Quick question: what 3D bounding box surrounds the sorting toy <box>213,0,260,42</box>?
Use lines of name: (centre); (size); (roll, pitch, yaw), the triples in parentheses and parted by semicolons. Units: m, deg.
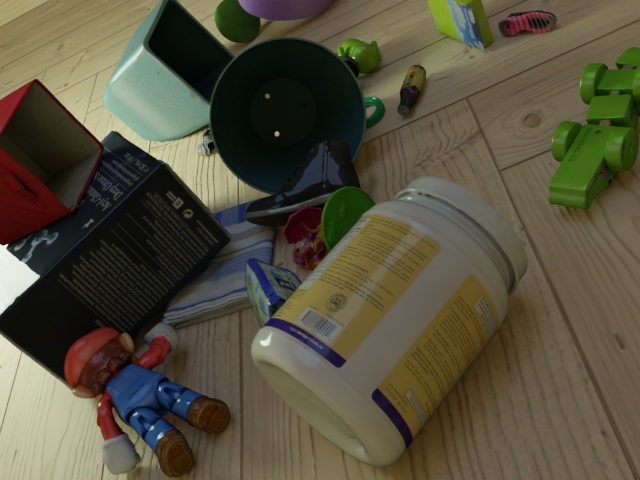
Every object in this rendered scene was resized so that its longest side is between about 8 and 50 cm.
sorting toy: (-0.258, -0.569, 2.217); (0.365, 0.127, 0.126); (-46, 9, -22)

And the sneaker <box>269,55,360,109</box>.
sneaker: (-0.018, -0.313, 1.744); (0.227, 0.087, 0.130); (-17, 41, 25)

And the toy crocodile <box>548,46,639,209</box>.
toy crocodile: (0.451, -0.180, 1.256); (0.115, 0.105, 0.341); (9, 58, 41)

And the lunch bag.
lunch bag: (-0.057, 0.107, 1.244); (0.096, 0.151, 0.129); (-35, 36, -3)

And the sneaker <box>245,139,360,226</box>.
sneaker: (-0.037, -0.102, 1.482); (0.221, 0.083, 0.118); (-14, 73, 13)

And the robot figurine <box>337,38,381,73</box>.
robot figurine: (0.084, -0.407, 1.787); (0.101, 0.067, 0.115); (-13, 29, -26)

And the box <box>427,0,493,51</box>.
box: (0.289, -0.463, 1.668); (0.042, 0.109, 0.178); (-35, 37, -7)

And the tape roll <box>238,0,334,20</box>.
tape roll: (-0.089, -0.695, 2.136); (0.274, 0.090, 0.275); (-2, 48, 2)

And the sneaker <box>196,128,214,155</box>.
sneaker: (-0.257, -0.225, 1.866); (0.036, 0.032, 0.083); (-2, 50, 15)

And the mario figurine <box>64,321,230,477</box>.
mario figurine: (-0.282, 0.251, 1.305); (0.198, 0.170, 0.320); (-15, 32, -43)

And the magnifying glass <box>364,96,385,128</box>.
magnifying glass: (0.026, -0.245, 1.688); (0.230, 0.026, 0.092); (-12, 42, 22)

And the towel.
towel: (-0.183, 0.033, 1.516); (0.209, 0.034, 0.285); (-16, 40, 19)

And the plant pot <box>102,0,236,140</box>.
plant pot: (-0.389, -0.391, 1.979); (0.252, 0.248, 0.247); (-29, 34, 32)

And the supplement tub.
supplement tub: (0.096, 0.100, 1.068); (0.331, 0.241, 0.241); (-47, 39, -19)

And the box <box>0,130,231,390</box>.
box: (-0.418, 0.024, 1.509); (0.395, 0.212, 0.293); (-46, 35, -10)

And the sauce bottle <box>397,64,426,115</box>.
sauce bottle: (0.181, -0.300, 1.620); (0.042, 0.042, 0.128); (-7, 42, 30)

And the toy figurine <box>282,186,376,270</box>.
toy figurine: (0.000, 0.000, 1.386); (0.159, 0.130, 0.173); (-4, 68, 51)

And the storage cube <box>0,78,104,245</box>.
storage cube: (-0.544, -0.138, 1.462); (0.193, 0.184, 0.215); (-21, 38, 27)

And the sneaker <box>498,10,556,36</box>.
sneaker: (0.417, -0.441, 1.612); (0.119, 0.047, 0.057); (7, 41, 39)

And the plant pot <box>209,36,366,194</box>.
plant pot: (-0.069, -0.244, 1.577); (0.290, 0.290, 0.195); (-32, 13, 1)
